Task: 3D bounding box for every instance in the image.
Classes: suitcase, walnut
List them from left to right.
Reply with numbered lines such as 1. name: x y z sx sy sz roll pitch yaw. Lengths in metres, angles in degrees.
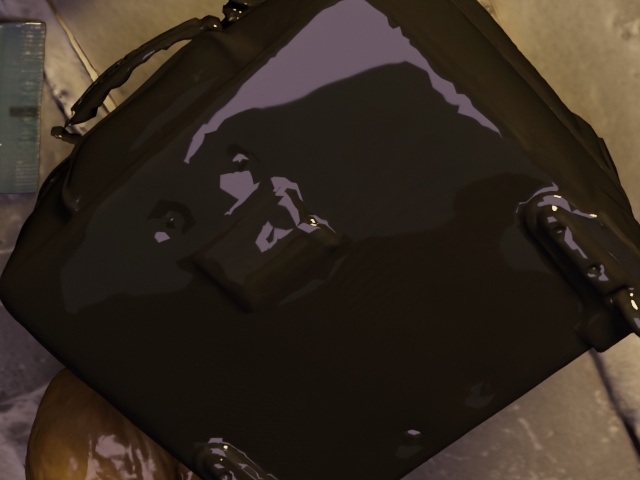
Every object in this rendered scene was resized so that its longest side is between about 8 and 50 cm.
1. walnut: -0.144 0.158 1.101 0.167 0.149 0.166 -18 128 -25
2. suitcase: 0.000 0.000 0.953 0.345 0.188 0.339 -37 113 24

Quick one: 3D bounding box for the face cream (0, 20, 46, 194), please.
1. face cream: -0.376 -0.087 0.961 0.385 0.086 0.135 0 125 -16
